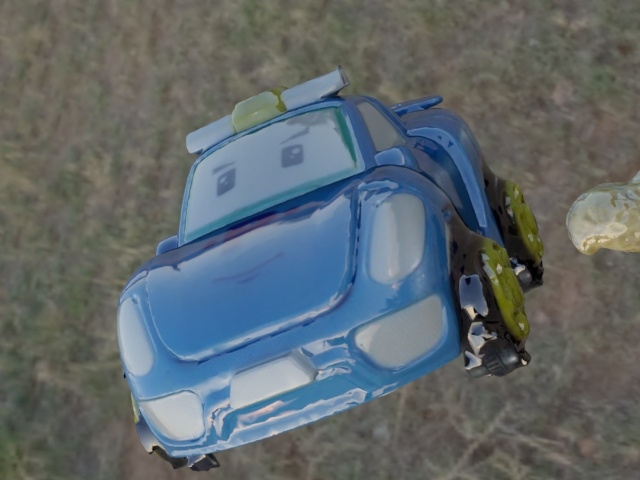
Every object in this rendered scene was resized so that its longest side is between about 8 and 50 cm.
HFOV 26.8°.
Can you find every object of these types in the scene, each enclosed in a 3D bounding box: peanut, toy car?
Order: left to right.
[{"bbox_3d":[0.000,0.000,0.703,0.198,0.314,0.166,-22,97,17],"label":"toy car"},{"bbox_3d":[0.301,-0.036,1.200,0.080,0.174,0.080,162,90,-86],"label":"peanut"}]
